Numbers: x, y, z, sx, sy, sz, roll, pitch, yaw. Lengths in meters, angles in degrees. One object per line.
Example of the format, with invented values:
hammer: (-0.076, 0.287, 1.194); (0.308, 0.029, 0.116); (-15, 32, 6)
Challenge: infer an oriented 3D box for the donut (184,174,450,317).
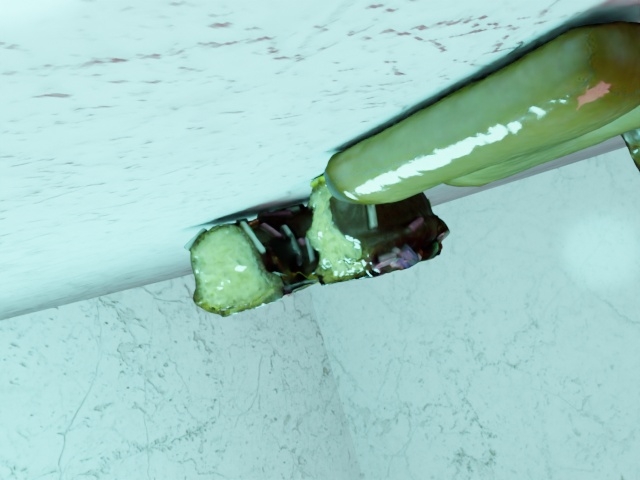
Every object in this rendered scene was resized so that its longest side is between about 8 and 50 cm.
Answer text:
donut: (0.012, -0.004, 0.783); (0.345, 0.136, 0.259); (-17, 180, 43)

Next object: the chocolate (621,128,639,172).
chocolate: (0.637, -0.140, 0.884); (0.340, 0.210, 0.225); (-17, 176, 13)

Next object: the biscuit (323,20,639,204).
biscuit: (0.164, -0.093, 0.488); (0.237, 0.062, 0.290); (-14, 176, -37)
